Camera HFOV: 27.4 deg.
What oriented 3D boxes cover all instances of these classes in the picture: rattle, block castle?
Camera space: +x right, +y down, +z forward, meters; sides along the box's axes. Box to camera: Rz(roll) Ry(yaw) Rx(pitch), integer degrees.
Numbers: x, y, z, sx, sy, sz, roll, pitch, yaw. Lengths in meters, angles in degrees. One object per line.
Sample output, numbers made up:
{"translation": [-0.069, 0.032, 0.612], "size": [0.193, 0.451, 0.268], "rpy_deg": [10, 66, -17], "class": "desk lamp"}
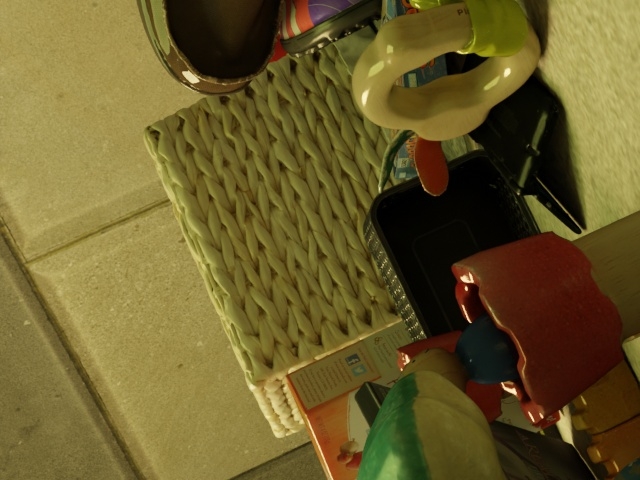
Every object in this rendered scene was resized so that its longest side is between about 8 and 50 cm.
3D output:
{"translation": [0.067, -0.133, 0.904], "size": [0.142, 0.130, 0.199], "rpy_deg": [58, 171, 18], "class": "rattle"}
{"translation": [0.166, 0.162, 0.786], "size": [0.453, 0.213, 0.303], "rpy_deg": [97, 148, -79], "class": "block castle"}

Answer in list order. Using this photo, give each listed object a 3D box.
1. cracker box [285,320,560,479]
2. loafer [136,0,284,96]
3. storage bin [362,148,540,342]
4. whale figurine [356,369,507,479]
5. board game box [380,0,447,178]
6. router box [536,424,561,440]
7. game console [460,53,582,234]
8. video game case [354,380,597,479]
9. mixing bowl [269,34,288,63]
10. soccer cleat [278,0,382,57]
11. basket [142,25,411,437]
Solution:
{"translation": [0.101, 0.149, 1.239], "size": [0.067, 0.232, 0.155], "rpy_deg": [57, 170, 52], "class": "cracker box"}
{"translation": [-0.082, -0.297, 1.129], "size": [0.130, 0.134, 0.366], "rpy_deg": [-141, 49, -58], "class": "loafer"}
{"translation": [0.123, 0.030, 1.092], "size": [0.084, 0.122, 0.180], "rpy_deg": [99, 147, -80], "class": "storage bin"}
{"translation": [0.050, 0.194, 0.521], "size": [0.216, 0.141, 0.272], "rpy_deg": [-41, -66, -84], "class": "whale figurine"}
{"translation": [0.074, -0.144, 1.060], "size": [0.201, 0.035, 0.136], "rpy_deg": [87, 178, -75], "class": "board game box"}
{"translation": [0.219, 0.203, 1.364], "size": [0.092, 0.038, 0.122], "rpy_deg": [129, 116, -83], "class": "router box"}
{"translation": [0.150, -0.079, 0.947], "size": [0.122, 0.071, 0.107], "rpy_deg": [-122, 39, -49], "class": "game console"}
{"translation": [0.170, 0.224, 1.141], "size": [0.274, 0.026, 0.196], "rpy_deg": [20, -154, -35], "class": "video game case"}
{"translation": [-0.081, -0.261, 1.785], "size": [0.181, 0.098, 0.181], "rpy_deg": [177, 90, -85], "class": "mixing bowl"}
{"translation": [-0.010, -0.251, 1.255], "size": [0.318, 0.109, 0.116], "rpy_deg": [-122, 7, -74], "class": "soccer cleat"}
{"translation": [0.000, 0.000, 1.423], "size": [0.328, 0.266, 0.331], "rpy_deg": [79, 167, -71], "class": "basket"}
